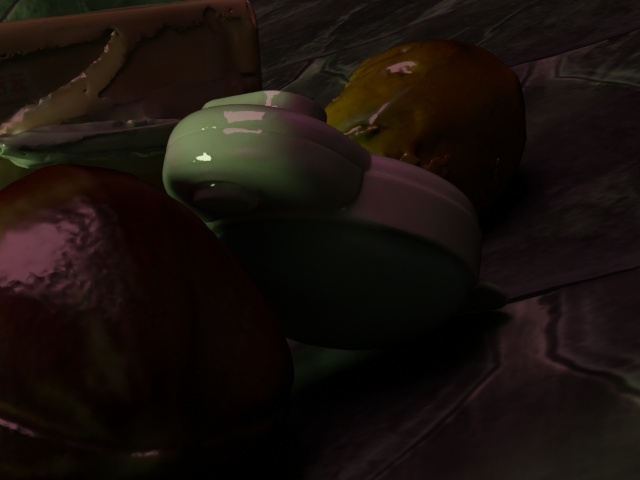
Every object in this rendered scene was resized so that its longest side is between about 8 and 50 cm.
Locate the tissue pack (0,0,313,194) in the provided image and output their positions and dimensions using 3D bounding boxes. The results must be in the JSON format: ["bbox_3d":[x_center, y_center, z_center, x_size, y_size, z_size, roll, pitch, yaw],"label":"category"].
[{"bbox_3d":[-0.181,-0.088,1.223,0.305,0.238,0.238,-13,11,-38],"label":"tissue pack"}]

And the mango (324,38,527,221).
[{"bbox_3d":[0.071,-0.080,1.139,0.156,0.151,0.248,30,37,22],"label":"mango"}]

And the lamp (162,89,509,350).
[{"bbox_3d":[-0.001,0.002,0.908,0.179,0.246,0.108,-10,58,34],"label":"lamp"}]

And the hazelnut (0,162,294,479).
[{"bbox_3d":[-0.133,0.082,0.806,0.229,0.229,0.229,-17,17,6],"label":"hazelnut"}]
